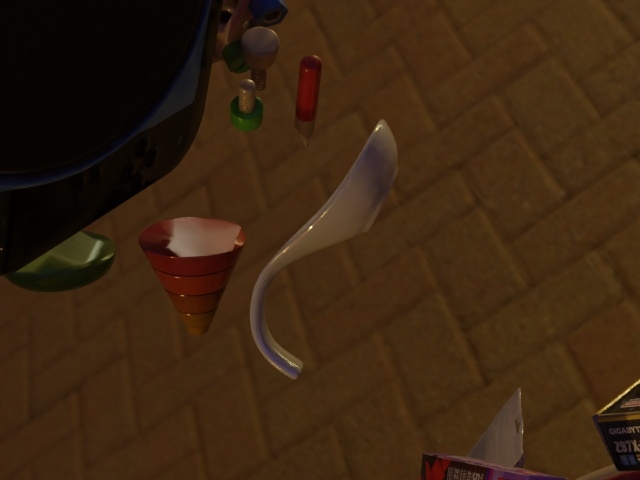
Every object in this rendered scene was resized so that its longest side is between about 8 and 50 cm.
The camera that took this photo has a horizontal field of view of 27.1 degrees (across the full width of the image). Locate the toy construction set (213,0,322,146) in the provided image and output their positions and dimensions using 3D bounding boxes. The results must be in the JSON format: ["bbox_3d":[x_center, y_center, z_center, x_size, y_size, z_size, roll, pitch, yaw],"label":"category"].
[{"bbox_3d":[-0.135,-0.195,1.498,0.309,0.237,0.257,37,64,18],"label":"toy construction set"}]

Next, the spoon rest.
[{"bbox_3d":[0.000,0.000,1.349,0.137,0.084,0.276,-77,12,-86],"label":"spoon rest"}]

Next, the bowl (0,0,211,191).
[{"bbox_3d":[-0.229,-0.221,0.958,0.077,0.391,0.391,17,65,42],"label":"bowl"}]

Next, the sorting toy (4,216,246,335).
[{"bbox_3d":[-0.261,0.063,1.468,0.366,0.126,0.127,-7,23,-11],"label":"sorting toy"}]

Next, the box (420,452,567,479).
[{"bbox_3d":[0.168,0.386,1.428,0.201,0.057,0.293,-4,78,61],"label":"box"}]

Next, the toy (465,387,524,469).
[{"bbox_3d":[0.232,0.331,1.825,0.237,0.056,0.137,-56,15,33],"label":"toy"}]

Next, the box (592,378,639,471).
[{"bbox_3d":[0.493,0.149,1.410,0.257,0.079,0.322,-27,6,-35],"label":"box"}]

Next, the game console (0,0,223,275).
[{"bbox_3d":[-0.186,-0.189,1.218,0.060,0.386,0.342,21,32,14],"label":"game console"}]

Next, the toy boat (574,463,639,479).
[{"bbox_3d":[0.389,0.367,1.636,0.231,0.151,0.151,-41,29,52],"label":"toy boat"}]
